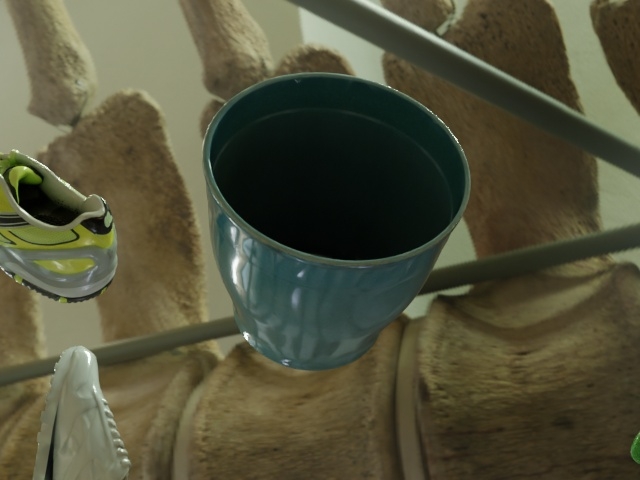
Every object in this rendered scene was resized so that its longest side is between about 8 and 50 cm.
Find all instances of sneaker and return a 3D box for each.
[{"bbox_3d":[-0.426,-0.068,1.247,0.385,0.145,0.147,23,-49,-2],"label":"sneaker"},{"bbox_3d":[-0.239,0.215,1.005,0.095,0.090,0.235,0,-126,-5],"label":"sneaker"}]

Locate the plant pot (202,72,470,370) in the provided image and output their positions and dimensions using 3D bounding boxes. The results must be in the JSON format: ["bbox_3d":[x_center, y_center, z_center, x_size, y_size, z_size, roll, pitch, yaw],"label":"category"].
[{"bbox_3d":[0.000,0.000,1.081,0.272,0.255,0.271,5,-131,-6],"label":"plant pot"}]

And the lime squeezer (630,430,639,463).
[{"bbox_3d":[0.222,0.024,0.504,0.059,0.110,0.310,36,-123,11],"label":"lime squeezer"}]
